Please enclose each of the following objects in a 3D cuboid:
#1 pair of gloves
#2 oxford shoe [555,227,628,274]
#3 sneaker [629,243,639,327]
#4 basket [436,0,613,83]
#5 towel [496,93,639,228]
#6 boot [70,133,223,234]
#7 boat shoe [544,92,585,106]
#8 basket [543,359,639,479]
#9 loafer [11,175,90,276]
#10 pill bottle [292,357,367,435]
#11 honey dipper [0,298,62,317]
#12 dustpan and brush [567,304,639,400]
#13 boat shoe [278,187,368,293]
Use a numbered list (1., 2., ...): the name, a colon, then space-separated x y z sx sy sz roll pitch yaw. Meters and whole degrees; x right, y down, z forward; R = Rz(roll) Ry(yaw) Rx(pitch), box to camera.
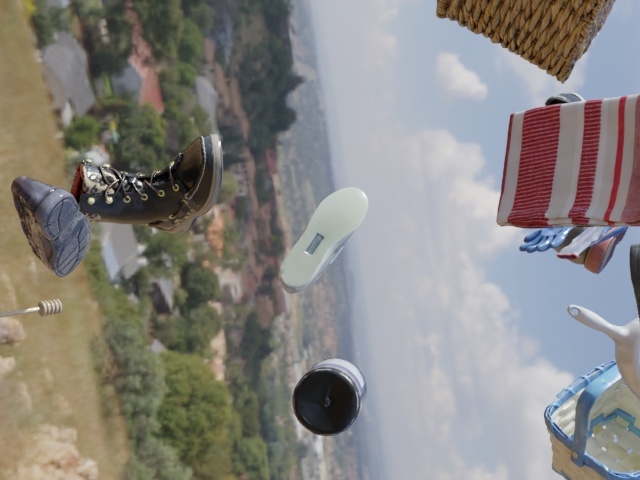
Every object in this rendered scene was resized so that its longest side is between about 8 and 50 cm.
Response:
1. pair of gloves: 0.471 -0.016 1.642 0.198 0.159 0.023 6 -53 62
2. oxford shoe: 0.576 -0.052 1.845 0.348 0.130 0.123 -34 142 -54
3. sneaker: 0.394 0.082 0.965 0.051 0.089 0.170 -20 100 -68
4. basket: 0.313 -0.403 1.179 0.213 0.223 0.299 -54 167 -19
5. towel: 0.462 -0.139 1.582 0.037 0.329 0.237 17 79 -40
6. boot: -0.395 -0.126 1.988 0.377 0.284 0.138 -40 -128 56
7. boat shoe: 0.527 -0.196 1.721 0.079 0.084 0.233 -5 52 -52
8. basket: 0.495 0.277 1.425 0.201 0.255 0.288 37 -33 44
9. loafer: -0.488 -0.030 1.601 0.109 0.095 0.302 -53 173 -23
10. pill bottle: 0.023 0.284 1.646 0.219 0.123 0.122 11 71 -83
11. honey dipper: -0.561 0.132 1.643 0.030 0.161 0.030 6 -82 46
12. dustpan and brush: 0.436 0.142 1.201 0.147 0.211 0.060 -61 -178 -2
13. boat shoe: 0.000 0.001 1.579 0.227 0.079 0.081 -51 175 -18
